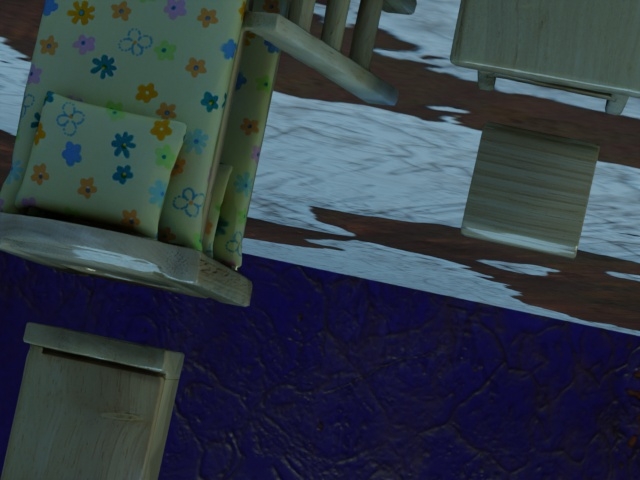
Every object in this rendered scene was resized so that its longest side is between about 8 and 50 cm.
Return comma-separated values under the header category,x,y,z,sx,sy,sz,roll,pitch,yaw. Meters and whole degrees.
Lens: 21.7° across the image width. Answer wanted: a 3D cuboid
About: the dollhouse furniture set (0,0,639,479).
category,x,y,z,sx,sy,sz,roll,pitch,yaw
dollhouse furniture set,0.000,0.000,0.440,0.161,0.182,0.101,11,175,7
